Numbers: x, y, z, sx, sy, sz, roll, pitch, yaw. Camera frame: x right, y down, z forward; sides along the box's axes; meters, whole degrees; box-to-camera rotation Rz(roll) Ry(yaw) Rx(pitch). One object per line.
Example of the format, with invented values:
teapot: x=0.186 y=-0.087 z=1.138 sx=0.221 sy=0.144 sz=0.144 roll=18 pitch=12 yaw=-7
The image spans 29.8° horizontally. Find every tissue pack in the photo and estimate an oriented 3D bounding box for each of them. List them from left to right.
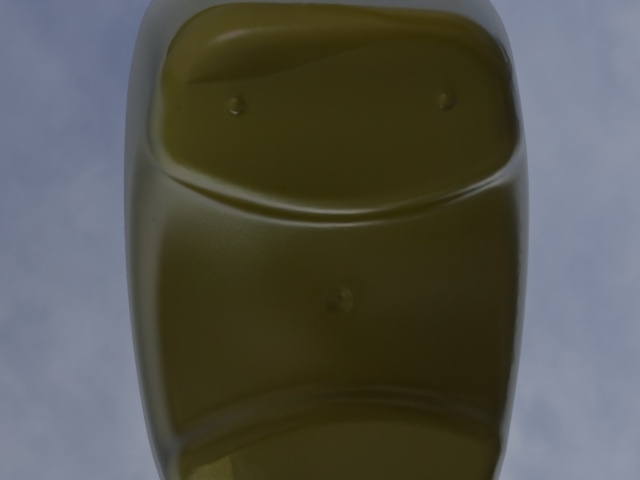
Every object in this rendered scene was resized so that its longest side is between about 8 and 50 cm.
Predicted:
tissue pack: x=0.000 y=0.000 z=0.384 sx=0.123 sy=0.127 sz=0.178 roll=-1 pitch=-70 yaw=-3
